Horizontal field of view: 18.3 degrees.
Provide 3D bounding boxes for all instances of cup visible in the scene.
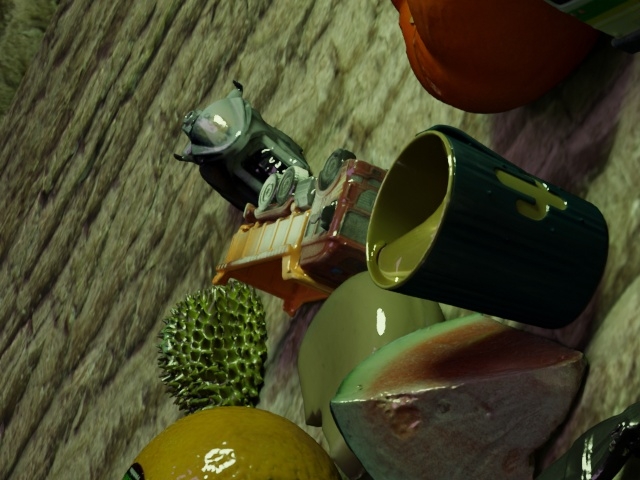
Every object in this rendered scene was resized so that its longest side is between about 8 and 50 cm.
[{"bbox_3d":[0.132,-0.016,1.586,0.131,0.155,0.176,-53,27,37],"label":"cup"}]

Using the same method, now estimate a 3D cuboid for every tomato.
[{"bbox_3d":[0.138,-0.236,1.674,0.180,0.260,0.260,-25,28,-3],"label":"tomato"}]

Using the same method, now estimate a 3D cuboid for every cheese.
[{"bbox_3d":[0.046,0.124,1.759,0.175,0.091,0.202,-56,26,36],"label":"cheese"}]

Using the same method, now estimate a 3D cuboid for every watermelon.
[{"bbox_3d":[0.134,0.138,1.610,0.202,0.136,0.207,1,37,29],"label":"watermelon"}]

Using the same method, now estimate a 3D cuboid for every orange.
[{"bbox_3d":[-0.079,0.257,1.782,0.236,0.236,0.236,-48,31,43],"label":"orange"}]

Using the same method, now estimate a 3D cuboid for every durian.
[{"bbox_3d":[-0.125,0.126,2.151,0.137,0.095,0.221,-50,36,42],"label":"durian"}]

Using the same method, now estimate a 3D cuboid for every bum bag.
[{"bbox_3d":[0.179,0.184,1.419,0.198,0.049,0.087,-48,3,18],"label":"bum bag"}]

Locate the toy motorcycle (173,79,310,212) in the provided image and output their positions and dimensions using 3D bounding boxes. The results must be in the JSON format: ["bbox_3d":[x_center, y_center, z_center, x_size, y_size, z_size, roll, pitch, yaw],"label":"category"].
[{"bbox_3d":[-0.094,-0.100,2.180,0.106,0.159,0.270,-49,24,-3],"label":"toy motorcycle"}]

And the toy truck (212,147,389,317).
[{"bbox_3d":[0.000,0.000,1.933,0.270,0.114,0.135,-16,54,64],"label":"toy truck"}]

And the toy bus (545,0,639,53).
[{"bbox_3d":[0.245,-0.305,1.543,0.133,0.164,0.276,-22,53,60],"label":"toy bus"}]
